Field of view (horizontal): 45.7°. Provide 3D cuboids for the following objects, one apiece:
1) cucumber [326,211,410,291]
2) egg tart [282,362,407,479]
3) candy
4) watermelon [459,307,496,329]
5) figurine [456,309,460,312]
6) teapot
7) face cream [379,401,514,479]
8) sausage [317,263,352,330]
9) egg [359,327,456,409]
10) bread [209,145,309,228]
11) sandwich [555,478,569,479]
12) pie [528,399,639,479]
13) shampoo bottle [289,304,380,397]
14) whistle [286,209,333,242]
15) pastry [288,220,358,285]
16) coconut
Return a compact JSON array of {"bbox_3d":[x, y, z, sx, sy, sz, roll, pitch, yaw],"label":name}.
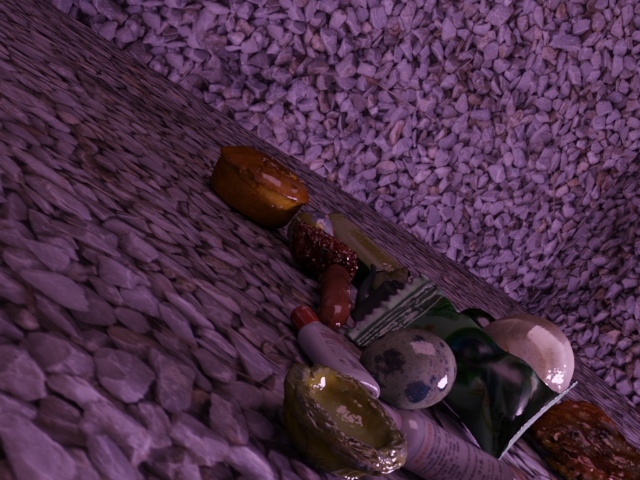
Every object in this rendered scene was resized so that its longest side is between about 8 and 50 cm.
[{"bbox_3d":[0.094,0.036,2.077,0.145,0.105,0.325,-5,34,-33],"label":"cucumber"},{"bbox_3d":[0.026,0.241,0.974,0.197,0.078,0.197,31,15,-9],"label":"egg tart"},{"bbox_3d":[0.272,0.239,1.515,0.398,0.172,0.263,42,43,18],"label":"candy"},{"bbox_3d":[0.428,0.267,2.023,0.187,0.141,0.140,45,12,11],"label":"watermelon"},{"bbox_3d":[0.387,0.235,2.188,0.114,0.079,0.114,-3,-12,-1],"label":"figurine"},{"bbox_3d":[0.182,0.157,1.680,0.239,0.149,0.162,39,9,17],"label":"teapot"},{"bbox_3d":[0.166,0.313,1.120,0.269,0.082,0.082,33,11,-20],"label":"face cream"},{"bbox_3d":[0.029,0.111,1.590,0.078,0.078,0.304,35,10,-6],"label":"sausage"},{"bbox_3d":[0.150,0.222,1.318,0.181,0.141,0.141,8,24,-28],"label":"egg"},{"bbox_3d":[-0.157,-0.140,1.913,0.268,0.146,0.268,31,11,-7],"label":"bread"},{"bbox_3d":[0.399,0.460,1.154,0.292,0.109,0.212,32,11,-27],"label":"sandwich"},{"bbox_3d":[0.604,0.477,1.713,0.308,0.086,0.308,20,25,-10],"label":"pie"},{"bbox_3d":[0.013,0.185,1.270,0.108,0.051,0.221,26,14,-40],"label":"shampoo bottle"},{"bbox_3d":[0.000,0.000,1.907,0.223,0.123,0.123,47,1,-42],"label":"whistle"},{"bbox_3d":[0.005,0.035,1.776,0.208,0.097,0.115,29,11,-43],"label":"pastry"},{"bbox_3d":[0.489,0.293,1.842,0.237,0.237,0.266,40,10,20],"label":"coconut"}]
